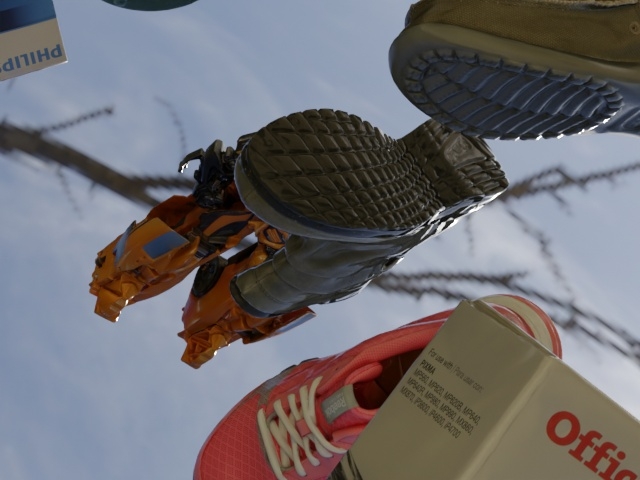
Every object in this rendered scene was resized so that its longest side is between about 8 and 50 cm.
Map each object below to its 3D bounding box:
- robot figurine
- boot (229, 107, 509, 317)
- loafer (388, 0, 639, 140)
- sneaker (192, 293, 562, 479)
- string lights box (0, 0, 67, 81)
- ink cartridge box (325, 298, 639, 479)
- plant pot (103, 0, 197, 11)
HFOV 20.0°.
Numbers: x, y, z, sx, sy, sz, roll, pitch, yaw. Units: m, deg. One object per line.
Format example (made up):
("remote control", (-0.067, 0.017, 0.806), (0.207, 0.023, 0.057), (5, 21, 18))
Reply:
("robot figurine", (-0.057, 0.010, 1.565), (0.211, 0.291, 0.085), (31, -131, -29))
("boot", (0.000, 0.000, 1.102), (0.246, 0.161, 0.083), (-6, -120, -55))
("loafer", (0.146, -0.106, 0.981), (0.251, 0.094, 0.087), (4, -110, -29))
("sneaker", (0.018, 0.120, 1.343), (0.136, 0.313, 0.116), (10, -126, -64))
("string lights box", (-0.291, -0.279, 1.541), (0.076, 0.260, 0.133), (-18, -154, -16))
("ink cartridge box", (0.083, 0.198, 0.942), (0.197, 0.273, 0.114), (37, 178, -24))
("plant pot", (-0.165, -0.345, 1.738), (0.293, 0.293, 0.196), (16, -137, -24))
